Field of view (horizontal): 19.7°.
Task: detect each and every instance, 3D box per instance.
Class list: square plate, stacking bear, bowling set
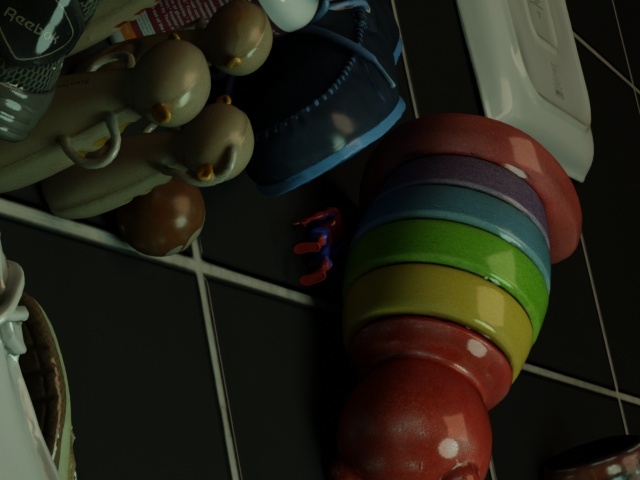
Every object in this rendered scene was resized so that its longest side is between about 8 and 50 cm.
[{"bbox_3d":[0.223,-0.256,2.054,0.347,0.049,0.344,17,59,-64],"label":"square plate"},{"bbox_3d":[0.085,0.065,1.341,0.164,0.175,0.289,79,20,-52],"label":"stacking bear"},{"bbox_3d":[-0.083,-0.093,1.041,0.200,0.154,0.287,53,29,-40],"label":"bowling set"}]

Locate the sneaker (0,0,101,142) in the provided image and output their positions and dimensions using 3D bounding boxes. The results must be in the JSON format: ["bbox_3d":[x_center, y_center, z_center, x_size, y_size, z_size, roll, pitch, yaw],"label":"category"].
[{"bbox_3d":[-0.147,-0.146,0.882,0.087,0.130,0.227,30,13,-26],"label":"sneaker"}]

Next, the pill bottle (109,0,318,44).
[{"bbox_3d":[-0.057,-0.162,1.158,0.086,0.152,0.086,49,32,-46],"label":"pill bottle"}]

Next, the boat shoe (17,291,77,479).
[{"bbox_3d":[-0.144,0.119,0.876,0.072,0.068,0.190,36,51,-75],"label":"boat shoe"}]

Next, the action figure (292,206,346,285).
[{"bbox_3d":[0.000,0.000,1.347,0.115,0.030,0.038,-53,129,-70],"label":"action figure"}]

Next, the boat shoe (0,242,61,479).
[{"bbox_3d":[-0.144,0.019,0.610,0.258,0.084,0.095,54,20,1],"label":"boat shoe"}]

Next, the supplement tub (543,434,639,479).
[{"bbox_3d":[0.284,0.289,1.725,0.106,0.106,0.197,-23,97,-69],"label":"supplement tub"}]

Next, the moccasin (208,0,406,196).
[{"bbox_3d":[-0.019,-0.130,1.299,0.116,0.138,0.342,62,10,-17],"label":"moccasin"}]
